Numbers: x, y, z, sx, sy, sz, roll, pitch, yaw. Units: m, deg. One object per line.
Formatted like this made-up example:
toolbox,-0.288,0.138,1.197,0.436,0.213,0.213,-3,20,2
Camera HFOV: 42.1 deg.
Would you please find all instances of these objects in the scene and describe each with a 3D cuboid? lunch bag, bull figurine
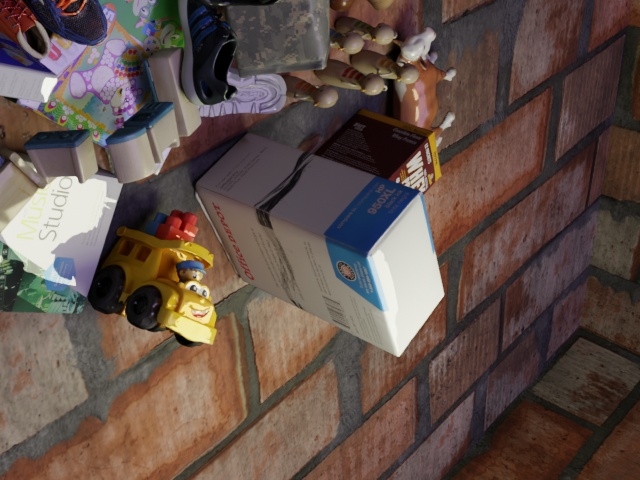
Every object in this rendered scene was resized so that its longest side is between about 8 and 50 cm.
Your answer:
lunch bag,-0.069,-0.429,1.327,0.287,0.169,0.235,-82,166,-55
bull figurine,0.222,-0.327,1.847,0.188,0.101,0.310,-25,129,-45

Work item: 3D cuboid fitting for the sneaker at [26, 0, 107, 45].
sneaker,-0.349,-0.338,1.054,0.083,0.087,0.221,-43,122,-9

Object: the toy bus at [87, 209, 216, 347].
toy bus,-0.249,0.050,1.367,0.149,0.220,0.211,36,75,-50

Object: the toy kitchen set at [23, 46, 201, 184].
toy kitchen set,-0.292,-0.177,1.170,0.207,0.166,0.122,-63,148,-56

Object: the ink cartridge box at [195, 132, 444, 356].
ink cartridge box,0.000,0.000,1.502,0.166,0.395,0.285,-49,143,-26

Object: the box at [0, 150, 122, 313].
box,-0.452,-0.012,1.193,0.322,0.059,0.232,8,103,-53

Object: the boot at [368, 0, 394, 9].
boot,0.131,-0.604,1.560,0.295,0.104,0.211,-59,141,-11

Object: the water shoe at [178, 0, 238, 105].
water shoe,-0.153,-0.295,1.199,0.073,0.080,0.203,-1,89,-69

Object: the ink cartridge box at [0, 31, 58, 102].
ink cartridge box,-0.441,-0.229,0.942,0.208,0.206,0.045,5,116,-53

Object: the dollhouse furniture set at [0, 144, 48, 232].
dollhouse furniture set,-0.455,-0.092,0.986,0.129,0.129,0.183,-54,140,-16

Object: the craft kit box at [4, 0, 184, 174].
craft kit box,-0.289,-0.257,1.217,0.247,0.061,0.249,27,88,-45

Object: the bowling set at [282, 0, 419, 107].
bowling set,0.059,-0.369,1.560,0.287,0.154,0.199,-32,134,-39

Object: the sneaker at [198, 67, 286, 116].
sneaker,-0.177,-0.253,1.389,0.235,0.095,0.090,5,104,-33

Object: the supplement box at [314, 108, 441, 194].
supplement box,0.114,-0.148,1.735,0.194,0.191,0.129,-47,142,-26

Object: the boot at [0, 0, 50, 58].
boot,-0.400,-0.301,1.062,0.059,0.085,0.157,-46,140,-23

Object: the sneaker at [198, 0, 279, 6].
sneaker,-0.042,-0.368,1.100,0.294,0.146,0.102,-17,124,1
